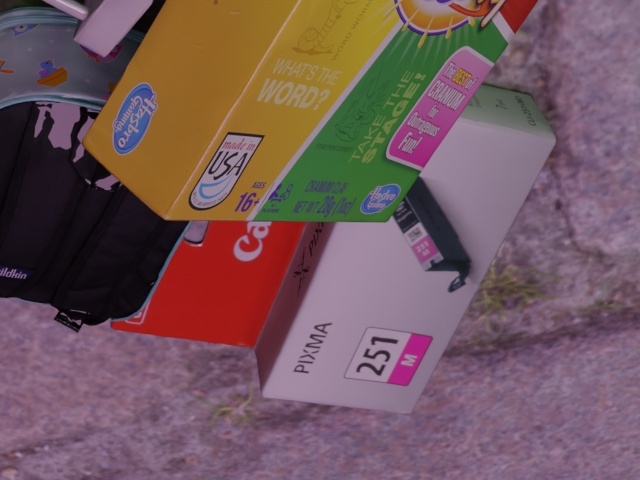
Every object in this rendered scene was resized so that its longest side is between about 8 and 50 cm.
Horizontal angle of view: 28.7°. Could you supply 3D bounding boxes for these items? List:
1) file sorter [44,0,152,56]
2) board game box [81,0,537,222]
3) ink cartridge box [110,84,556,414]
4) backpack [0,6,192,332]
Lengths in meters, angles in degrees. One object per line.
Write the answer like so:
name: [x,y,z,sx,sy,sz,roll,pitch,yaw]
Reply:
file sorter: [-0.081,-0.256,0.517,0.173,0.193,0.277,26,140,-25]
board game box: [0.046,-0.153,0.641,0.316,0.064,0.242,-56,157,18]
ink cartridge box: [0.000,0.000,0.885,0.239,0.060,0.275,9,127,-20]
backpack: [-0.151,-0.052,0.748,0.165,0.144,0.188,16,143,-23]
